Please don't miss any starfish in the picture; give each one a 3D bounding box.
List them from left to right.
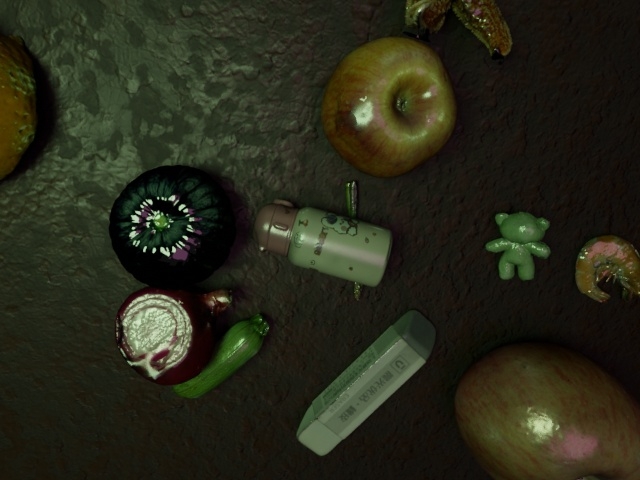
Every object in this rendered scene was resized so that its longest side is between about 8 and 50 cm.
[{"bbox_3d":[0.174,-0.416,0.621,0.312,0.113,0.303,20,75,-5],"label":"starfish"}]

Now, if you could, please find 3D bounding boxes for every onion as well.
[{"bbox_3d":[-0.237,0.147,0.708,0.198,0.135,0.173,-28,85,-16],"label":"onion"}]

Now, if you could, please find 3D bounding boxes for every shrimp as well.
[{"bbox_3d":[0.615,0.071,0.870,0.132,0.051,0.187,-38,102,21],"label":"shrimp"}]

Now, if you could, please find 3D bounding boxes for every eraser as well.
[{"bbox_3d":[0.096,0.288,0.828,0.089,0.061,0.352,43,95,-16],"label":"eraser"}]

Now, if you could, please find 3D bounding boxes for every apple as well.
[{"bbox_3d":[0.106,-0.203,0.642,0.211,0.188,0.211,-3,105,-12],"label":"apple"},{"bbox_3d":[0.450,0.365,0.796,0.345,0.269,0.344,-2,105,-9],"label":"apple"}]

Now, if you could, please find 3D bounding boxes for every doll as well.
[{"bbox_3d":[0.391,0.011,0.809,0.115,0.077,0.150,10,118,27],"label":"doll"}]

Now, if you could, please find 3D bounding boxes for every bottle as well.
[{"bbox_3d":[0.000,0.000,0.709,0.233,0.110,0.110,16,101,0],"label":"bottle"}]

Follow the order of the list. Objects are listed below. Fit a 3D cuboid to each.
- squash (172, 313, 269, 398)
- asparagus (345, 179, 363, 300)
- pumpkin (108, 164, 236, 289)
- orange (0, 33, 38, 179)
[{"bbox_3d":[-0.184,0.219,0.759,0.219,0.077,0.068,-40,115,0],"label":"squash"},{"bbox_3d":[0.066,0.003,0.772,0.023,0.022,0.233,-16,107,-40],"label":"asparagus"},{"bbox_3d":[-0.234,-0.021,0.657,0.202,0.140,0.202,0,85,0],"label":"pumpkin"},{"bbox_3d":[-0.577,-0.211,0.550,0.262,0.196,0.334,-42,114,17],"label":"orange"}]
